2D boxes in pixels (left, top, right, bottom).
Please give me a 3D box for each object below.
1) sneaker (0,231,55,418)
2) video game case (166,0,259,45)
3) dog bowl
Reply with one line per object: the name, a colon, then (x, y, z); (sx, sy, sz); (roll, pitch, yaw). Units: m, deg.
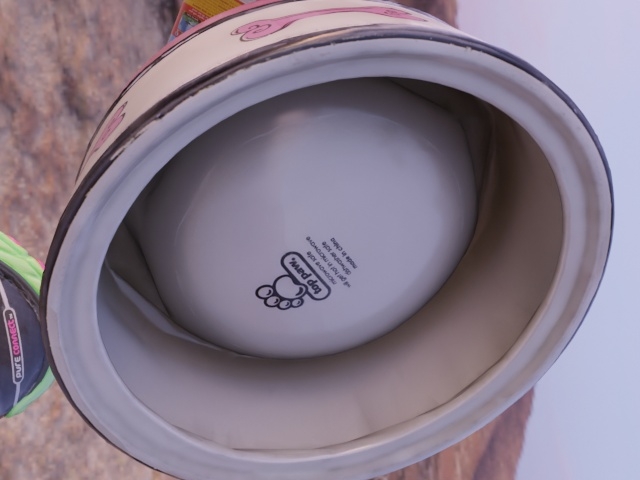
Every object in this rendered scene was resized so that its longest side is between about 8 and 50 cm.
sneaker: (-0.460, 0.011, 0.891); (0.185, 0.483, 0.202); (-50, -171, 46)
video game case: (-0.103, -0.286, 1.287); (0.025, 0.204, 0.285); (-11, 131, -58)
dog bowl: (0.000, 0.000, 0.728); (0.150, 0.408, 0.408); (-112, -170, -50)
